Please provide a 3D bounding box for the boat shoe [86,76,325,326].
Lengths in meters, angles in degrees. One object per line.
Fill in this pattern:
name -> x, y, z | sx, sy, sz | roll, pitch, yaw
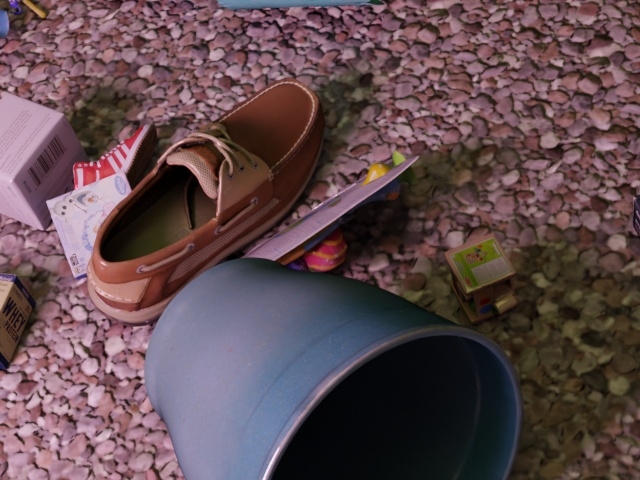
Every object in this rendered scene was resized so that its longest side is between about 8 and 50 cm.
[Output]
boat shoe -> -0.111, -0.051, 1.348 | 0.122, 0.120, 0.324 | 33, 67, 17

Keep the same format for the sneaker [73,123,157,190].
sneaker -> -0.231, -0.086, 1.463 | 0.067, 0.042, 0.118 | 15, 63, 19

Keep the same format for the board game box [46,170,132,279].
board game box -> -0.234, -0.016, 1.407 | 0.090, 0.020, 0.090 | -22, 80, -1

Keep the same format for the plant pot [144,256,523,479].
plant pot -> -0.012, 0.142, 1.131 | 0.271, 0.271, 0.255 | -40, 41, -15

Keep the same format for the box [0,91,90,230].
box -> -0.325, -0.086, 1.449 | 0.087, 0.102, 0.101 | 21, 63, 23

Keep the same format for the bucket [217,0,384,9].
bucket -> -0.031, -0.392, 1.497 | 0.183, 0.281, 0.281 | -3, 55, 18

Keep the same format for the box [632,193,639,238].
box -> 0.413, 0.026, 1.224 | 0.175, 0.051, 0.220 | -18, 54, 0

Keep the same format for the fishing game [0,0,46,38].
fishing game -> -0.472, -0.273, 1.599 | 0.264, 0.041, 0.189 | -22, 48, -33

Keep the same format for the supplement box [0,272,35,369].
supplement box -> -0.355, 0.080, 1.367 | 0.083, 0.056, 0.083 | 7, 58, 18

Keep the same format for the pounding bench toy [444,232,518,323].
pounding bench toy -> 0.161, 0.050, 1.259 | 0.052, 0.065, 0.083 | -22, 54, -4

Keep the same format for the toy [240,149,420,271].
toy -> 0.000, 0.000, 1.318 | 0.237, 0.137, 0.056 | -38, 98, -7
